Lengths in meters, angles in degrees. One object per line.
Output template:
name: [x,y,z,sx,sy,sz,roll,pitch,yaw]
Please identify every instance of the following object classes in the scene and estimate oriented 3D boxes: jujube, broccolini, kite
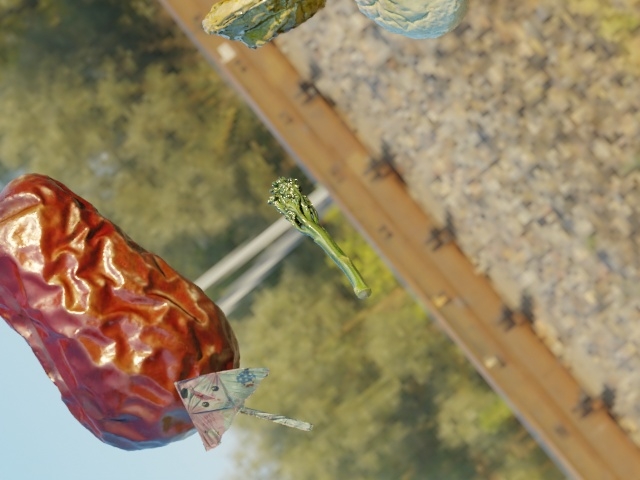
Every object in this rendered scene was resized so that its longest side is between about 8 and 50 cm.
jujube: [-0.244,0.078,1.761,0.342,0.216,0.216,48,179,-3]
broccolini: [0.000,0.000,2.143,0.239,0.054,0.051,52,145,37]
kite: [-0.082,0.174,1.632,0.153,0.137,0.005,26,-146,-16]

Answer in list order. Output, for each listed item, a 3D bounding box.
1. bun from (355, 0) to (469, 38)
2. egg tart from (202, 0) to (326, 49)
bun: [0.064,-0.209,1.267,0.115,0.069,0.115,37,142,36]
egg tart: [-0.035,-0.197,1.314,0.052,0.130,0.130,58,177,-8]
